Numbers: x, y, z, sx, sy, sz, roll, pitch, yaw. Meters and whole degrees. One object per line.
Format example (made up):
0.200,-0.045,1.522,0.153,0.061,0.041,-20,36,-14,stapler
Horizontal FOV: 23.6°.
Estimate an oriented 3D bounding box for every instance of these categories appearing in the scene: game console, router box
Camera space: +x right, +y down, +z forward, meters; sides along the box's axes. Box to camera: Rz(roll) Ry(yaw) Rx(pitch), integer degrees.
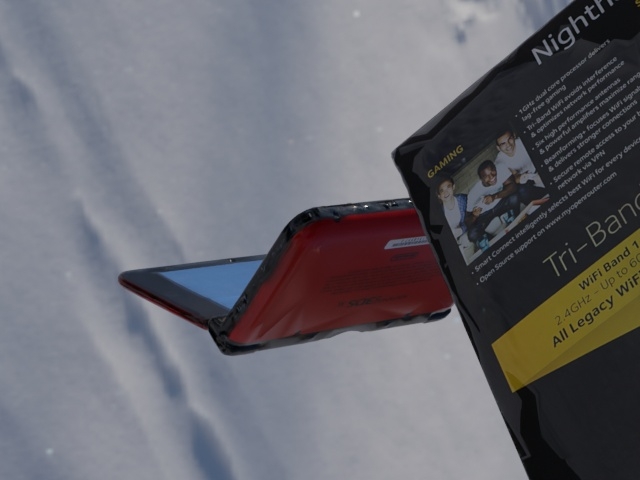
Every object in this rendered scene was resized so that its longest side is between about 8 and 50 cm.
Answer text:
0.000,0.000,0.714,0.144,0.124,0.085,-7,52,-42,game console
0.188,-0.025,0.464,0.081,0.309,0.243,32,28,-40,router box
